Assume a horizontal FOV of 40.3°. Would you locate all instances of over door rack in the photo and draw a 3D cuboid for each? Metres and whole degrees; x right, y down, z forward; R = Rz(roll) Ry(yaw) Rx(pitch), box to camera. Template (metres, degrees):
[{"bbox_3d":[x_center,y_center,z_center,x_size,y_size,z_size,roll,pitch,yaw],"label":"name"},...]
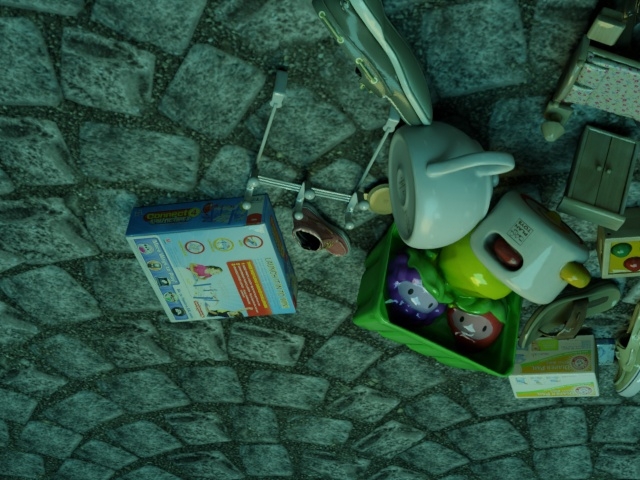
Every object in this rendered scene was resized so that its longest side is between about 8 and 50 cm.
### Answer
[{"bbox_3d":[-0.008,-0.149,1.659,0.239,0.108,0.324,11,138,-10],"label":"over door rack"}]

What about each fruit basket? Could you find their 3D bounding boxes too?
[{"bbox_3d":[0.297,0.096,1.820,0.391,0.283,0.392,11,154,6],"label":"fruit basket"}]

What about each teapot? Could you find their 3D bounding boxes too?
[{"bbox_3d":[0.238,-0.107,1.600,0.187,0.256,0.253,-6,126,-7],"label":"teapot"}]

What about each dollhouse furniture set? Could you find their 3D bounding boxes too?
[{"bbox_3d":[0.530,-0.171,1.447,0.303,0.174,0.355,19,158,5],"label":"dollhouse furniture set"}]

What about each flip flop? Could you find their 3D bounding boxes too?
[{"bbox_3d":[0.556,0.172,1.920,0.277,0.080,0.112,-17,141,-20],"label":"flip flop"}]

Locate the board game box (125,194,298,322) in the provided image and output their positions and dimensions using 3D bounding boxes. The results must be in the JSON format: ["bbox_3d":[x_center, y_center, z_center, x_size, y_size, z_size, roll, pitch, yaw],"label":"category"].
[{"bbox_3d":[-0.227,0.047,1.912,0.301,0.086,0.308,-5,138,10],"label":"board game box"}]

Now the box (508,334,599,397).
[{"bbox_3d":[0.564,0.305,2.107,0.203,0.114,0.103,-6,137,21],"label":"box"}]

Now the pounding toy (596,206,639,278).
[{"bbox_3d":[0.685,0.023,1.810,0.205,0.094,0.181,-4,138,10],"label":"pounding toy"}]

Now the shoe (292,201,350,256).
[{"bbox_3d":[0.000,0.000,1.844,0.063,0.081,0.178,-24,131,28],"label":"shoe"}]

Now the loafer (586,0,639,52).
[{"bbox_3d":[0.490,-0.386,1.384,0.078,0.080,0.220,2,148,-4],"label":"loafer"}]

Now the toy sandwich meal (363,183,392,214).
[{"bbox_3d":[0.129,-0.088,1.779,0.085,0.029,0.086,-2,129,-2],"label":"toy sandwich meal"}]

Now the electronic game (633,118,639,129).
[{"bbox_3d":[0.660,-0.259,1.527,0.229,0.048,0.229,2,133,2],"label":"electronic game"}]

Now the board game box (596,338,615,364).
[{"bbox_3d":[0.676,0.276,2.153,0.090,0.020,0.090,-4,138,9],"label":"board game box"}]

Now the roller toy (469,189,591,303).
[{"bbox_3d":[0.384,0.007,1.590,0.191,0.209,0.146,32,109,-15],"label":"roller toy"}]

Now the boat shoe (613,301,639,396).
[{"bbox_3d":[0.751,0.252,2.076,0.094,0.109,0.302,17,130,8],"label":"boat shoe"}]

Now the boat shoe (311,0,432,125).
[{"bbox_3d":[0.096,-0.308,1.474,0.091,0.109,0.305,-19,128,25],"label":"boat shoe"}]
